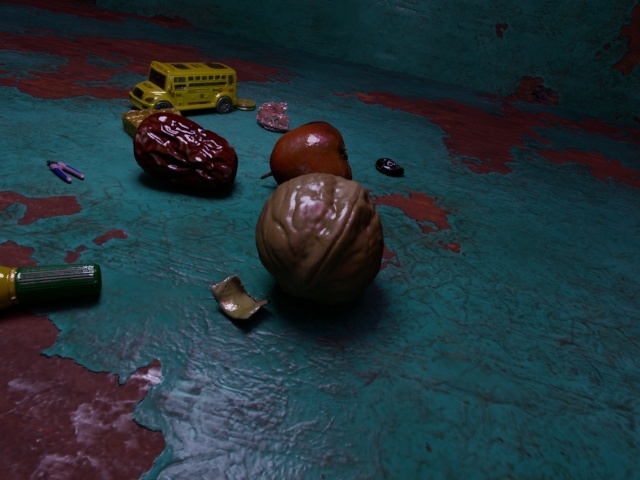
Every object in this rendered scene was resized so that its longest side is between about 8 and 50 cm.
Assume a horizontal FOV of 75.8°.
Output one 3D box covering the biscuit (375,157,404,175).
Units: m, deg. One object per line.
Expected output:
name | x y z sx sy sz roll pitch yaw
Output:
biscuit | 0.208 -0.220 1.229 0.089 0.027 0.087 12 34 2

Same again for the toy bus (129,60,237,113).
toy bus | -0.437 -0.493 1.329 0.330 0.152 0.144 -23 47 -41

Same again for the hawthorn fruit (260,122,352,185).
hawthorn fruit | -0.040 -0.176 0.980 0.225 0.197 0.197 -9 30 15

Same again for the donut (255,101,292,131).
donut | -0.161 -0.418 1.380 0.117 0.065 0.166 0 34 -19

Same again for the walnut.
walnut | 0.000 0.000 0.683 0.227 0.228 0.228 8 34 -5

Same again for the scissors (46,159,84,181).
scissors | -0.572 -0.157 0.912 0.113 0.012 0.039 27 36 23

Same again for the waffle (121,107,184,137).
waffle | -0.429 -0.302 1.132 0.160 0.055 0.211 -19 44 -37

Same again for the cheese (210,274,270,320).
cheese | -0.130 0.092 0.651 0.084 0.041 0.060 40 48 13

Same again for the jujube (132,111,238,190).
jujube | -0.301 -0.196 0.936 0.230 0.155 0.155 17 33 -4

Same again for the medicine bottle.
medicine bottle | -0.452 0.065 0.571 0.260 0.064 0.095 -5 31 -23

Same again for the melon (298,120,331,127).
melon | -0.021 -0.301 1.219 0.099 0.099 0.162 34 41 30

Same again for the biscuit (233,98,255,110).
biscuit | -0.277 -0.494 1.493 0.084 0.023 0.084 8 33 -5
